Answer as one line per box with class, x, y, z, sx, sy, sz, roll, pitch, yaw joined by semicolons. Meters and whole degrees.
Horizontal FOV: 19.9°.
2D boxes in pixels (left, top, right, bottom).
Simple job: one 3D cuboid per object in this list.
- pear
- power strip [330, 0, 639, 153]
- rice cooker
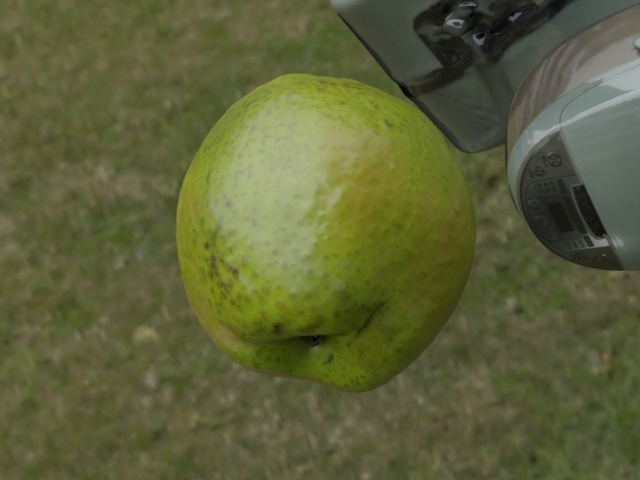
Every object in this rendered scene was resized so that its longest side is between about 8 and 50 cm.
pear;0.000;0.000;2.160;0.391;0.391;0.391;-12;33;8
power strip;0.172;-0.222;1.352;0.357;0.161;0.357;-40;12;10
rice cooker;0.207;-0.068;1.073;0.206;0.145;0.127;-25;35;8
